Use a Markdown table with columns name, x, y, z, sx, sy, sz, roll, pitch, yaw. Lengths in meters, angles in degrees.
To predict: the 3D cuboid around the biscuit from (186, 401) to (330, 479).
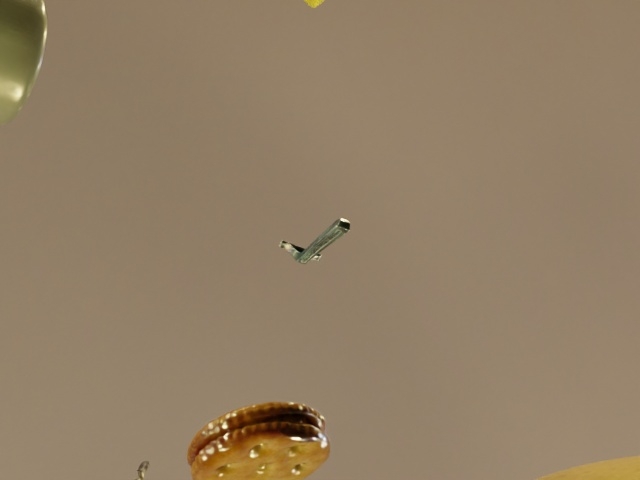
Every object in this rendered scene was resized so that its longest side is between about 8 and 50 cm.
| name | x | y | z | sx | sy | sz | roll | pitch | yaw |
| --- | --- | --- | --- | --- | --- | --- | --- | --- | --- |
| biscuit | -0.092 | 0.320 | 1.171 | 0.221 | 0.220 | 0.066 | 10 | -136 | -33 |

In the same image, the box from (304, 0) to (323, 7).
| name | x | y | z | sx | sy | sz | roll | pitch | yaw |
| --- | --- | --- | --- | --- | --- | --- | --- | --- | --- |
| box | -0.091 | -0.339 | 0.686 | 0.279 | 0.153 | 0.041 | 42 | -101 | 3 |

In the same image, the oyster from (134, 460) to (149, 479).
| name | x | y | z | sx | sy | sz | roll | pitch | yaw |
| --- | --- | --- | --- | --- | --- | --- | --- | --- | --- |
| oyster | -0.197 | 0.299 | 0.752 | 0.056 | 0.105 | 0.177 | 11 | -135 | -3 |

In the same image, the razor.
| name | x | y | z | sx | sy | sz | roll | pitch | yaw |
| --- | --- | --- | --- | --- | --- | --- | --- | --- | --- |
| razor | -0.002 | 0.005 | 1.057 | 0.066 | 0.190 | 0.033 | 21 | -110 | -15 |

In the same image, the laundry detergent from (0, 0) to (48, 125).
| name | x | y | z | sx | sy | sz | roll | pitch | yaw |
| --- | --- | --- | --- | --- | --- | --- | --- | --- | --- |
| laundry detergent | -0.275 | -0.136 | 0.221 | 0.398 | 0.263 | 0.124 | 15 | -158 | -39 |

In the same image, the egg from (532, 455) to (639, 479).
| name | x | y | z | sx | sy | sz | roll | pitch | yaw |
| --- | --- | --- | --- | --- | --- | --- | --- | --- | --- |
| egg | 0.199 | 0.226 | 0.359 | 0.323 | 0.250 | 0.250 | 18 | -127 | 10 |
